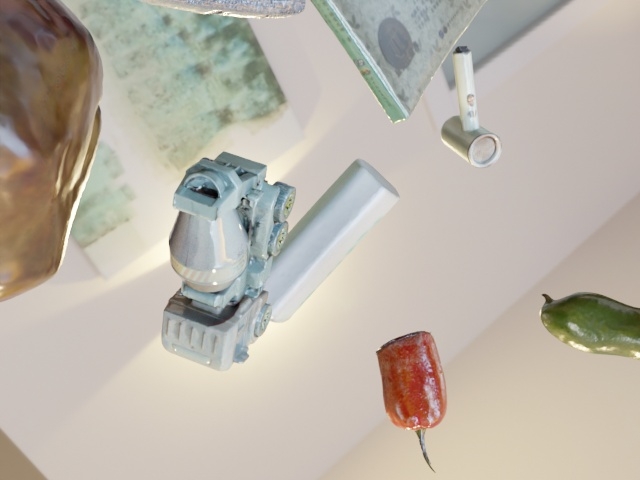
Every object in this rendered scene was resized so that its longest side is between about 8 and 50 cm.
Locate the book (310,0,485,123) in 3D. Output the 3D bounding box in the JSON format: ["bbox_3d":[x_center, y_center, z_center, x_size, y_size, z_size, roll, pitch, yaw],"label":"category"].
[{"bbox_3d":[0.026,-0.330,0.712,0.031,0.379,0.264,-11,-143,46],"label":"book"}]

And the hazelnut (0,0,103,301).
[{"bbox_3d":[-0.253,-0.073,0.490,0.218,0.218,0.233,8,-98,46],"label":"hazelnut"}]

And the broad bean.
[{"bbox_3d":[0.316,0.090,0.662,0.256,0.052,0.052,15,-123,14],"label":"broad bean"}]

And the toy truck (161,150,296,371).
[{"bbox_3d":[-0.110,0.023,0.821,0.108,0.256,0.140,19,-149,11],"label":"toy truck"}]

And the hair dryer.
[{"bbox_3d":[0.273,-0.265,1.489,0.073,0.236,0.131,-24,-146,-9],"label":"hair dryer"}]

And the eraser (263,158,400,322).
[{"bbox_3d":[0.000,0.000,1.288,0.290,0.104,0.189,-47,174,9],"label":"eraser"}]

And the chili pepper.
[{"bbox_3d":[0.135,0.226,1.077,0.086,0.192,0.084,-20,166,34],"label":"chili pepper"}]

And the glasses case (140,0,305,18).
[{"bbox_3d":[-0.151,-0.347,1.073,0.283,0.067,0.109,-6,-158,-33],"label":"glasses case"}]
